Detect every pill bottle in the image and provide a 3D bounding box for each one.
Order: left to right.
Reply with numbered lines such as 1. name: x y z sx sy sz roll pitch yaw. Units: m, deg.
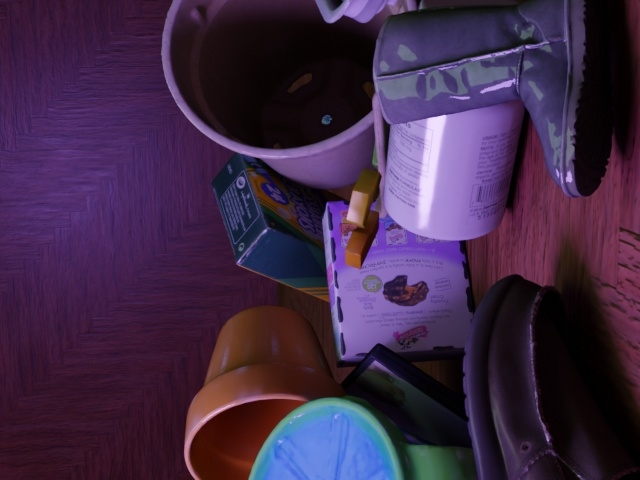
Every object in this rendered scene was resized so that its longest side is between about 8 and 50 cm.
1. pill bottle: 0.137 -0.126 1.019 0.131 0.131 0.229 -104 15 -53

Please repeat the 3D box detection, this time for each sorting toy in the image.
1. sorting toy: 0.080 -0.133 1.153 0.229 0.041 0.307 87 -156 -54

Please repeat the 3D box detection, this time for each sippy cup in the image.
1. sippy cup: 0.073 0.305 1.117 0.306 0.224 0.240 13 83 48

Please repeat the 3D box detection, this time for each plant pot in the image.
1. plant pot: -0.063 0.190 1.258 0.188 0.205 0.205 -97 9 -50
2. plant pot: -0.013 -0.220 1.427 0.305 0.334 0.333 56 -153 -70

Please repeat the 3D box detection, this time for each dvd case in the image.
1. dvd case: 0.114 0.201 1.191 0.022 0.180 0.253 -56 -4 -19

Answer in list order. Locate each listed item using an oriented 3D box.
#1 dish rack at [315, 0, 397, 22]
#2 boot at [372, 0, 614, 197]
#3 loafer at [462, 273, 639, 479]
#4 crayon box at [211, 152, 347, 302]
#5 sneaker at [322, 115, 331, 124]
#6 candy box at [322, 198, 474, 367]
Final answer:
1. dish rack: 0.089 -0.414 1.142 0.332 0.072 0.285 -61 24 24
2. boot: 0.136 -0.120 0.856 0.076 0.209 0.189 21 -110 -52
3. loafer: 0.201 0.191 0.830 0.134 0.130 0.365 46 -142 -49
4. crayon box: 0.000 0.000 1.576 0.083 0.323 0.203 -49 38 22
5. sneaker: 0.041 -0.210 1.887 0.098 0.083 0.223 -60 -23 -61
6. candy box: 0.093 0.050 1.241 0.070 0.165 0.196 109 157 -71
